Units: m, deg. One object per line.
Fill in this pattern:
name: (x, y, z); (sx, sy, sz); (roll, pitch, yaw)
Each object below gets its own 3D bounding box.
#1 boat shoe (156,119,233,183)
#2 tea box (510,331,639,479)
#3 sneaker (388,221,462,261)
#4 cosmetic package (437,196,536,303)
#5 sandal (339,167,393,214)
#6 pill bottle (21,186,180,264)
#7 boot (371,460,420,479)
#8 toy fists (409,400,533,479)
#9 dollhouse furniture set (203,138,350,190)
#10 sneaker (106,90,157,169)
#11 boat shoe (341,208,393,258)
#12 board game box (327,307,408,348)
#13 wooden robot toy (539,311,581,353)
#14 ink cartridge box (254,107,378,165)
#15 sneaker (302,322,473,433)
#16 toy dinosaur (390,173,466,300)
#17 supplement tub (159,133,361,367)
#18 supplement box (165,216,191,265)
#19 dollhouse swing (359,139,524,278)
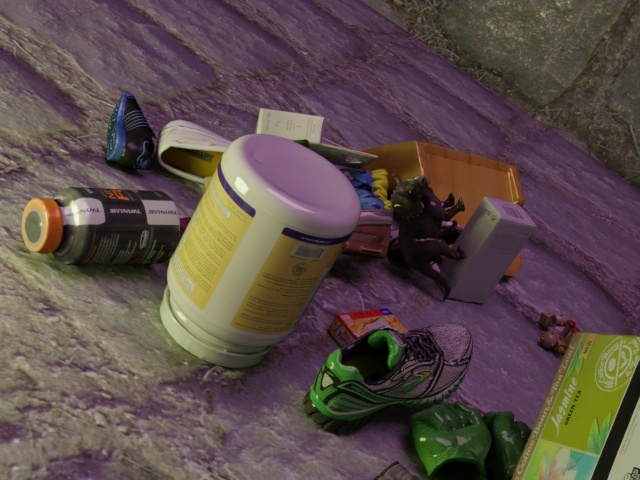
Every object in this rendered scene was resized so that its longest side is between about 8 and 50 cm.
boat shoe: (-0.166, -0.138, 2.011); (0.367, 0.136, 0.156); (20, 28, -13)
tea box: (0.501, 0.338, 1.501); (0.220, 0.329, 0.323); (29, -12, -15)
sneaker: (0.235, 0.014, 2.176); (0.178, 0.072, 0.077); (-12, 49, 9)
cosmetic package: (0.363, 0.024, 2.151); (0.117, 0.231, 0.085); (13, 32, -33)
sandal: (0.085, -0.074, 2.186); (0.138, 0.126, 0.317); (13, 24, -9)
pill bottle: (-0.368, -0.023, 1.618); (0.246, 0.130, 0.130); (0, 39, -45)
boot: (0.173, 0.395, 1.506); (0.161, 0.083, 0.246); (37, 26, 26)
toy fists: (0.277, 0.350, 1.663); (0.279, 0.096, 0.142); (14, 30, -26)
dollhouse furniture set: (-0.080, -0.115, 1.823); (0.197, 0.151, 0.301); (-8, 15, 21)
sneaker: (-0.387, -0.223, 2.004); (0.090, 0.081, 0.232); (21, 35, -23)
boat shoe: (0.000, 0.000, 1.948); (0.324, 0.116, 0.123); (-3, 0, -18)
board game box: (0.125, 0.211, 1.801); (0.147, 0.045, 0.193); (-3, 42, -46)
wooden robot toy: (0.530, 0.212, 2.184); (0.079, 0.076, 0.173); (5, 34, -21)
ink cartridge box: (-0.016, -0.223, 2.159); (0.261, 0.066, 0.296); (9, -2, -6)
sneaker: (0.138, 0.210, 1.630); (0.343, 0.146, 0.134); (-18, 53, -37)
toy dinosaur: (0.227, -0.021, 2.094); (0.160, 0.313, 0.121); (-9, 27, -9)
supplement tub: (-0.106, 0.021, 1.581); (0.241, 0.331, 0.241); (24, 28, -14)
supplement box: (-0.247, 0.007, 1.737); (0.055, 0.083, 0.043); (43, 30, 22)
dollhouse swing: (0.303, -0.063, 2.434); (0.347, 0.305, 0.315); (9, -7, -35)
